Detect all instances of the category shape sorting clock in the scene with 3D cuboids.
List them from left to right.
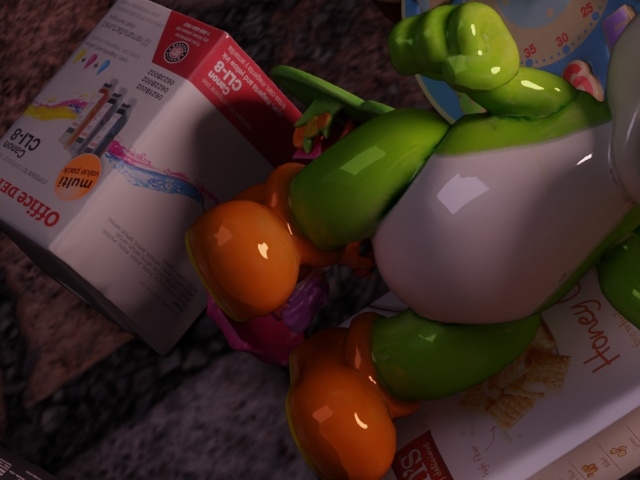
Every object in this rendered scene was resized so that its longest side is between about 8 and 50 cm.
[{"bbox_3d":[0.128,-0.156,1.127,0.206,0.040,0.206,-11,73,42],"label":"shape sorting clock"}]

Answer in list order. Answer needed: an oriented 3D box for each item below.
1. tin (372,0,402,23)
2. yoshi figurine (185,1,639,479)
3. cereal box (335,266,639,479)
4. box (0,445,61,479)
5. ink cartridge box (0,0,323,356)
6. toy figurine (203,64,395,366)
[{"bbox_3d":[0.108,-0.188,1.234,0.189,0.040,0.106,6,64,41],"label":"tin"},{"bbox_3d":[0.124,-0.017,0.895,0.362,0.203,0.203,-27,58,14],"label":"yoshi figurine"},{"bbox_3d":[0.123,0.054,1.002,0.240,0.047,0.173,-35,41,9],"label":"cereal box"},{"bbox_3d":[-0.246,0.181,0.959,0.242,0.307,0.076,-51,-12,-53],"label":"box"},{"bbox_3d":[-0.113,-0.044,1.215,0.176,0.127,0.128,-52,42,-9],"label":"ink cartridge box"},{"bbox_3d":[0.000,0.000,1.099,0.159,0.130,0.173,-61,25,-3],"label":"toy figurine"}]
